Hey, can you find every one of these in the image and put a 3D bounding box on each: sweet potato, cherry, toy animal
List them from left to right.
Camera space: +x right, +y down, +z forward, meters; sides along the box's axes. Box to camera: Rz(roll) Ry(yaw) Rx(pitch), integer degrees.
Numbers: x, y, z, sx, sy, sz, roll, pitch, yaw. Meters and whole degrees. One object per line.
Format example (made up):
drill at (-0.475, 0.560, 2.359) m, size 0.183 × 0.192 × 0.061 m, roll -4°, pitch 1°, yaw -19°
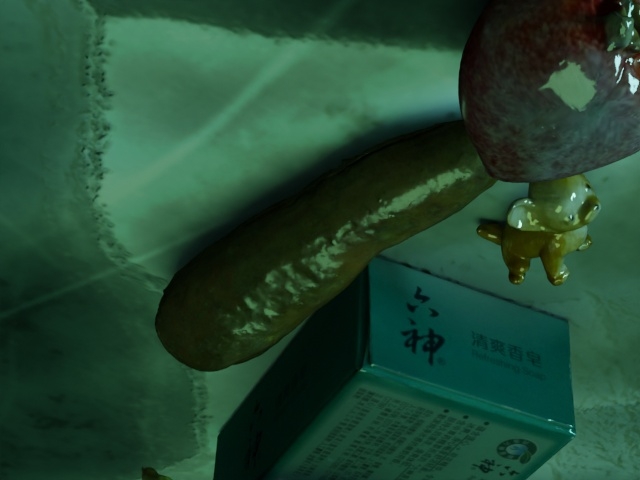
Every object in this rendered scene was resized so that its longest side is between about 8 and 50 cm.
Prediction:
sweet potato at (0.000, 0.000, 0.866) m, size 0.075 × 0.075 × 0.273 m, roll 34°, pitch 128°, yaw -31°
toy animal at (0.121, -0.018, 0.852) m, size 0.081 × 0.060 × 0.083 m, roll 25°, pitch 153°, yaw 34°
cherry at (0.144, -0.110, 0.710) m, size 0.107 × 0.090 × 0.225 m, roll 31°, pitch 126°, yaw -13°

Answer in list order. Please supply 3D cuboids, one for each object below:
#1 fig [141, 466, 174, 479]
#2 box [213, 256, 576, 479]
fig at (-0.036, 0.201, 0.950) m, size 0.166 × 0.093 × 0.093 m, roll 9°, pitch 140°, yaw -7°
box at (0.040, 0.129, 0.997) m, size 0.153 × 0.092 × 0.245 m, roll 20°, pitch 137°, yaw -18°
